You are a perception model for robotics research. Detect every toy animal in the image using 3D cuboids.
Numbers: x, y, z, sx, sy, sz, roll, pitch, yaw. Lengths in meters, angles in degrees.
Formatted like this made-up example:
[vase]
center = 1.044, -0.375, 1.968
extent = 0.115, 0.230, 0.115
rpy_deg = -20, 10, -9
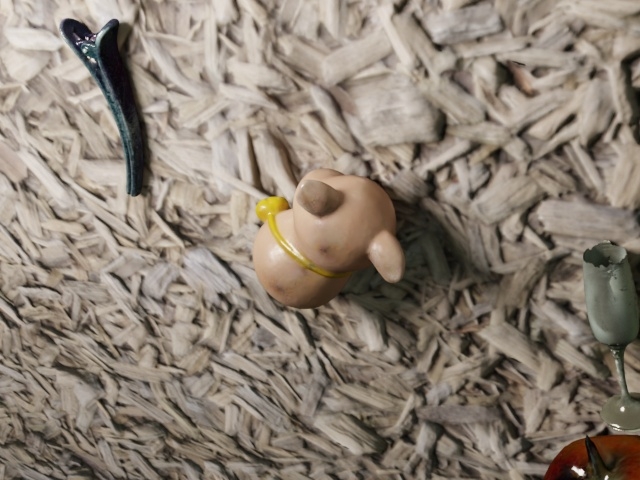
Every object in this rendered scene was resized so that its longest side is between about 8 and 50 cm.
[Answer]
[toy animal]
center = -0.003, -0.001, 1.101
extent = 0.165, 0.149, 0.248
rpy_deg = 29, 145, -16

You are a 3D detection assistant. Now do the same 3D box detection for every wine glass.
[wine glass]
center = 0.368, 0.116, 1.051
extent = 0.074, 0.074, 0.262
rpy_deg = -3, 121, 28

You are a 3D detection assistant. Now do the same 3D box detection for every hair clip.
[hair clip]
center = -0.280, -0.172, 1.166
extent = 0.083, 0.048, 0.275
rpy_deg = 4, 126, 19

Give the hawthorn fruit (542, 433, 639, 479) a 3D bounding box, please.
[hawthorn fruit]
center = 0.404, 0.381, 1.110
extent = 0.268, 0.268, 0.300
rpy_deg = -16, 96, 34
